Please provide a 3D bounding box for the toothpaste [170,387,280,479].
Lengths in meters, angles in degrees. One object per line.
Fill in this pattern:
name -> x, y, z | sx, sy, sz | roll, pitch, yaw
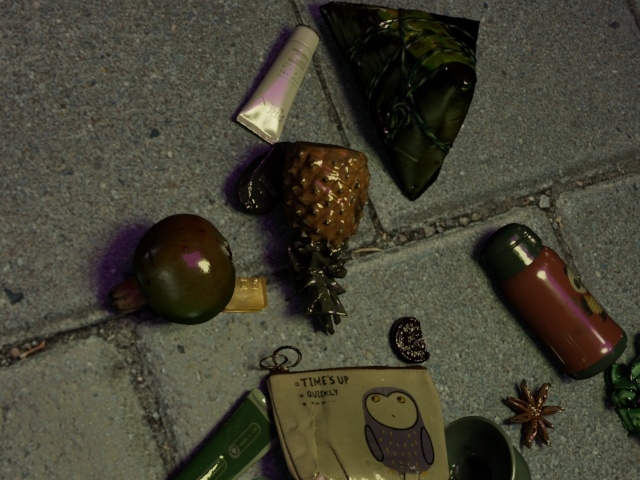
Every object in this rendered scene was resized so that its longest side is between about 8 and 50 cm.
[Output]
toothpaste -> -0.201, 0.387, 1.364 | 0.392, 0.061, 0.099 | -41, 95, -35

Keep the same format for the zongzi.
zongzi -> 0.229, -0.339, 1.737 | 0.362, 0.319, 0.383 | -14, 63, -27

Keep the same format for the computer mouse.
computer mouse -> -0.092, -0.112, 1.582 | 0.172, 0.057, 0.099 | -47, 115, -28

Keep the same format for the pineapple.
pineapple -> 0.000, 0.000, 1.534 | 0.169, 0.169, 0.341 | 1, 97, -28

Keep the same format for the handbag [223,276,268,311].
handbag -> -0.135, 0.092, 1.511 | 0.083, 0.027, 0.061 | 3, 74, -26

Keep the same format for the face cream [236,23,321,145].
face cream -> -0.073, -0.301, 1.658 | 0.092, 0.058, 0.244 | 33, 68, -21

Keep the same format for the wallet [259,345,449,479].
wallet -> 0.069, 0.313, 1.476 | 0.335, 0.068, 0.275 | 3, 54, -22

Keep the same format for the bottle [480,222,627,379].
bottle -> 0.456, 0.114, 1.755 | 0.336, 0.144, 0.144 | 49, 59, -5

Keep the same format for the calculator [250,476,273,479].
calculator -> -0.105, 0.439, 1.419 | 0.153, 0.021, 0.095 | -19, 84, -28

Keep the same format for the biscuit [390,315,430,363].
biscuit -> 0.172, 0.188, 1.644 | 0.089, 0.027, 0.087 | 25, 65, -18

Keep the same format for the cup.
cup -> 0.302, 0.430, 1.566 | 0.150, 0.199, 0.199 | 29, 61, -38

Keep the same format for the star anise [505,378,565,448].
star anise -> 0.414, 0.337, 1.716 | 0.141, 0.042, 0.141 | 7, 74, -26

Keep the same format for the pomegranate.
pomegranate -> -0.239, 0.057, 1.401 | 0.209, 0.180, 0.180 | -22, 84, 5

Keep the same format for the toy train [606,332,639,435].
toy train -> 0.711, 0.288, 1.855 | 0.269, 0.115, 0.154 | -39, 103, -32
